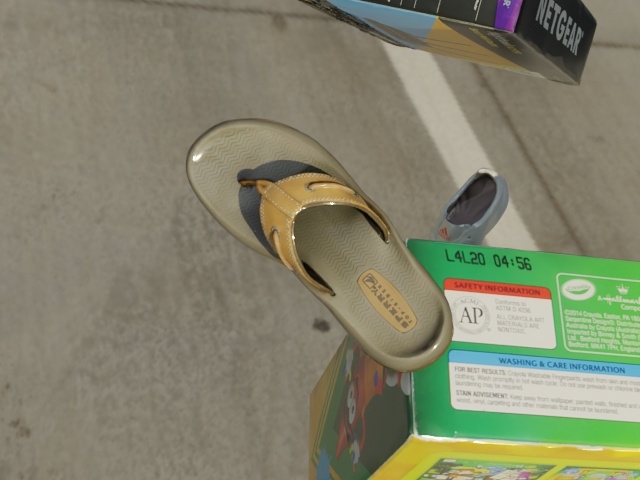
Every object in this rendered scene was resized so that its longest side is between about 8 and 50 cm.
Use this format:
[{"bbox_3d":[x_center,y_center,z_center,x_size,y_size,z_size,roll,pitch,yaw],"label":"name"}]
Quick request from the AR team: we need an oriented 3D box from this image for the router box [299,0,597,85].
[{"bbox_3d":[0.071,-0.131,0.544,0.133,0.046,0.179,18,8,24],"label":"router box"}]

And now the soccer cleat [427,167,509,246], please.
[{"bbox_3d":[0.132,0.013,1.008,0.068,0.076,0.196,25,83,25],"label":"soccer cleat"}]

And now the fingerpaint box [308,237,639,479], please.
[{"bbox_3d":[0.238,0.163,0.870,0.445,0.371,0.163,5,62,-10],"label":"fingerpaint box"}]

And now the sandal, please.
[{"bbox_3d":[0.000,0.000,0.646,0.219,0.090,0.060,48,1,7],"label":"sandal"}]
